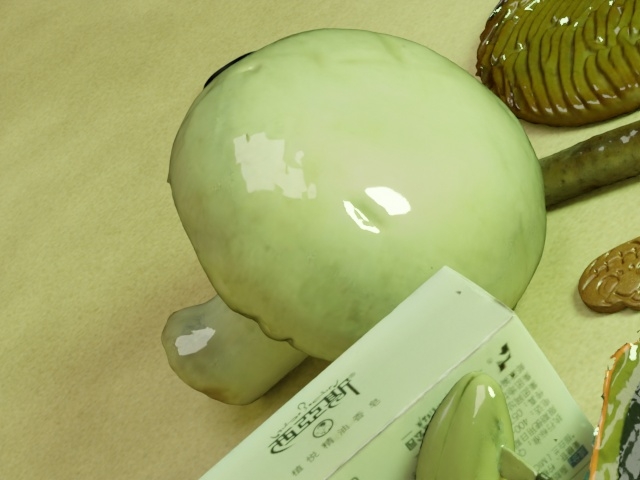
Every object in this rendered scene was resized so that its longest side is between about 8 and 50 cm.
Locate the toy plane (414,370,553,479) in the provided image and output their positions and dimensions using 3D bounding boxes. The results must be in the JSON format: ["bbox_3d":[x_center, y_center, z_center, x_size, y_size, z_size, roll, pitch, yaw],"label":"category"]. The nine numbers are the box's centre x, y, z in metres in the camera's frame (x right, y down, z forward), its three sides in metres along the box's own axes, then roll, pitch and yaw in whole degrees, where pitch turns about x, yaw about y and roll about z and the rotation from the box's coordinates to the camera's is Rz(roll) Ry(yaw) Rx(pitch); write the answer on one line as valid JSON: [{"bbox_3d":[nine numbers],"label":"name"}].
[{"bbox_3d":[0.080,0.208,1.074,0.104,0.242,0.256,37,117,49],"label":"toy plane"}]

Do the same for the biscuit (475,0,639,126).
[{"bbox_3d":[0.289,-0.226,1.651,0.318,0.040,0.318,-25,34,19],"label":"biscuit"}]

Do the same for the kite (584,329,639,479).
[{"bbox_3d":[0.297,0.157,1.013,0.377,0.013,0.327,-36,55,10],"label":"kite"}]

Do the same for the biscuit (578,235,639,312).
[{"bbox_3d":[0.246,0.027,1.381,0.091,0.015,0.078,-28,32,16],"label":"biscuit"}]

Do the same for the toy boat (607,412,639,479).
[{"bbox_3d":[0.285,0.101,1.137,0.141,0.141,0.269,4,52,48],"label":"toy boat"}]

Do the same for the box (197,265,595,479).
[{"bbox_3d":[0.056,0.186,1.173,0.274,0.203,0.116,-41,27,-6],"label":"box"}]

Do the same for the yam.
[{"bbox_3d":[0.286,-0.084,1.460,0.264,0.046,0.046,-20,35,28],"label":"yam"}]

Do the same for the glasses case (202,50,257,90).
[{"bbox_3d":[-0.101,-0.193,2.014,0.083,0.023,0.033,-29,34,13],"label":"glasses case"}]

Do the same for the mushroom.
[{"bbox_3d":[0.000,-0.029,1.427,0.356,0.315,0.315,-16,35,10],"label":"mushroom"}]
